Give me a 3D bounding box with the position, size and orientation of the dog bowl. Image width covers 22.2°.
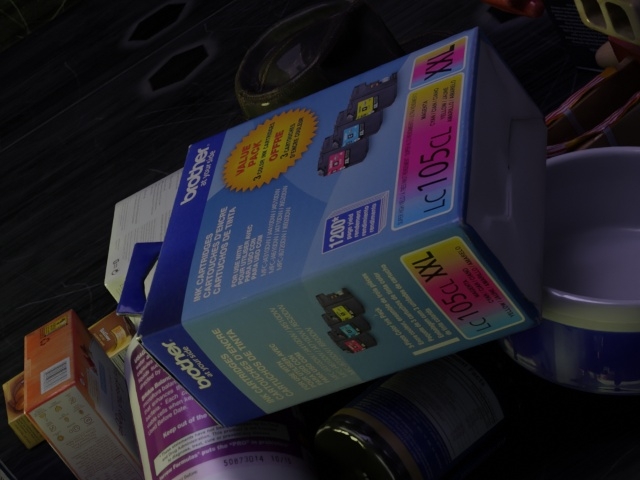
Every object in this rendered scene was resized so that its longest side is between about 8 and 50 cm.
[{"bbox_3d":[0.281,0.023,1.515,0.265,0.104,0.265,-5,33,3],"label":"dog bowl"}]

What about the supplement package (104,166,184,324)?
[{"bbox_3d":[-0.085,0.015,1.917,0.262,0.198,0.199,-27,27,12],"label":"supplement package"}]

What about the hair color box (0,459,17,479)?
[{"bbox_3d":[-0.515,0.348,1.866,0.347,0.174,0.105,-26,28,13],"label":"hair color box"}]

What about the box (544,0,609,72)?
[{"bbox_3d":[0.352,-0.331,1.999,0.153,0.207,0.108,-44,29,-18],"label":"box"}]

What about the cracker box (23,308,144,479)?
[{"bbox_3d":[-0.222,0.205,1.719,0.067,0.232,0.156,-30,28,5],"label":"cracker box"}]

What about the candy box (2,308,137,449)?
[{"bbox_3d":[-0.308,0.172,2.063,0.186,0.053,0.109,-32,27,-1],"label":"candy box"}]

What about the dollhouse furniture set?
[{"bbox_3d":[0.257,-0.203,1.719,0.201,0.374,0.152,-37,32,-10],"label":"dollhouse furniture set"}]

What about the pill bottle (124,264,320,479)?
[{"bbox_3d":[-0.104,0.165,1.628,0.169,0.169,0.301,-27,51,13],"label":"pill bottle"}]

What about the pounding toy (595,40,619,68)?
[{"bbox_3d":[0.445,-0.296,1.899,0.269,0.155,0.154,-46,25,-23],"label":"pounding toy"}]

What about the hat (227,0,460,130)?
[{"bbox_3d":[0.003,-0.182,1.798,0.331,0.134,0.331,-21,28,12],"label":"hat"}]

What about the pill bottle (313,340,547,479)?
[{"bbox_3d":[0.109,0.165,1.532,0.219,0.123,0.123,-34,24,-32],"label":"pill bottle"}]

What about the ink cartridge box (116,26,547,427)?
[{"bbox_3d":[0.000,0.000,1.495,0.395,0.151,0.270,-22,37,27],"label":"ink cartridge box"}]

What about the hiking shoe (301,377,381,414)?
[{"bbox_3d":[0.039,0.106,1.736,0.304,0.113,0.132,-42,39,-1],"label":"hiking shoe"}]
